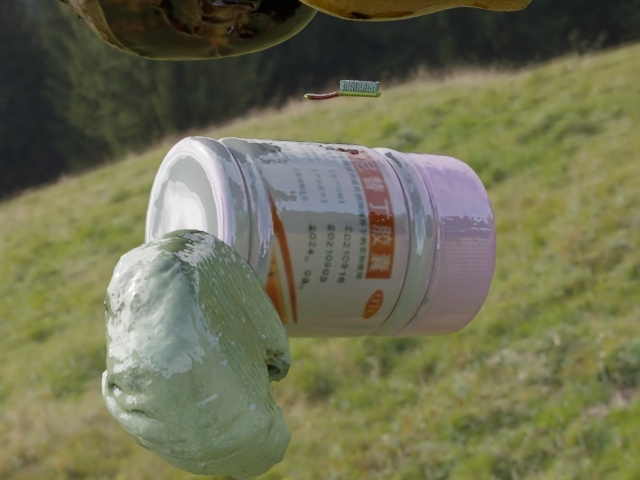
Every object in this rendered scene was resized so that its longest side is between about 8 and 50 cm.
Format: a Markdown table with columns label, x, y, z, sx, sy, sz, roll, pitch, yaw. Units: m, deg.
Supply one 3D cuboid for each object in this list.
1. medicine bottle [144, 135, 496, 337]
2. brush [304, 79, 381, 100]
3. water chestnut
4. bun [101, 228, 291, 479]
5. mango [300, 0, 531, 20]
| label | x | y | z | sx | sy | sz | roll | pitch | yaw |
| --- | --- | --- | --- | --- | --- | --- | --- | --- | --- |
| medicine bottle | 0.000 | 0.000 | 1.534 | 0.316 | 0.202 | 0.202 | 1 | 2 | -31 |
| brush | 0.022 | -0.160 | 1.591 | 0.083 | 0.021 | 0.019 | -1 | 9 | 18 |
| water chestnut | -0.137 | -0.360 | 1.618 | 0.350 | 0.350 | 0.302 | -12 | 56 | 24 |
| bun | -0.103 | 0.097 | 1.189 | 0.126 | 0.204 | 0.212 | -24 | -2 | 15 |
| mango | 0.056 | -0.271 | 1.290 | 0.295 | 0.177 | 0.120 | 7 | -13 | -34 |
